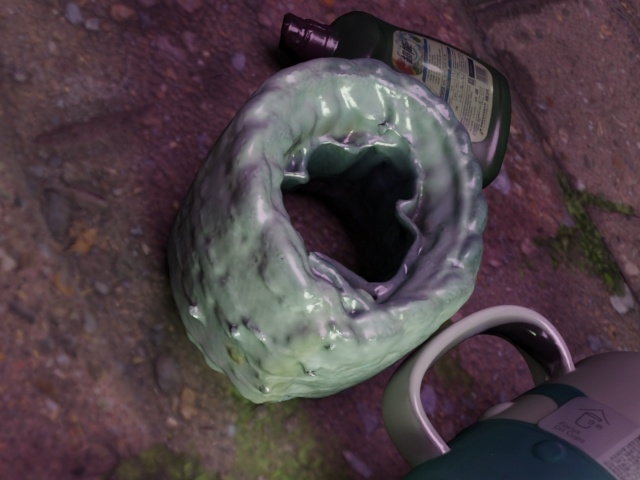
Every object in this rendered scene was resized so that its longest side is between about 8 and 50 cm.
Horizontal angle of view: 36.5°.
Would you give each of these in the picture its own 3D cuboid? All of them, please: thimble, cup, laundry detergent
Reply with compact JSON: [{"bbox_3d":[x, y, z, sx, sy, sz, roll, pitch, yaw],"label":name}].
[{"bbox_3d":[0.000,0.000,0.702,0.205,0.172,0.250,30,54,-11],"label":"thimble"},{"bbox_3d":[0.161,0.187,0.680,0.257,0.219,0.290,-20,76,-35],"label":"cup"},{"bbox_3d":[0.059,-0.128,0.848,0.221,0.078,0.144,20,64,-23],"label":"laundry detergent"}]
